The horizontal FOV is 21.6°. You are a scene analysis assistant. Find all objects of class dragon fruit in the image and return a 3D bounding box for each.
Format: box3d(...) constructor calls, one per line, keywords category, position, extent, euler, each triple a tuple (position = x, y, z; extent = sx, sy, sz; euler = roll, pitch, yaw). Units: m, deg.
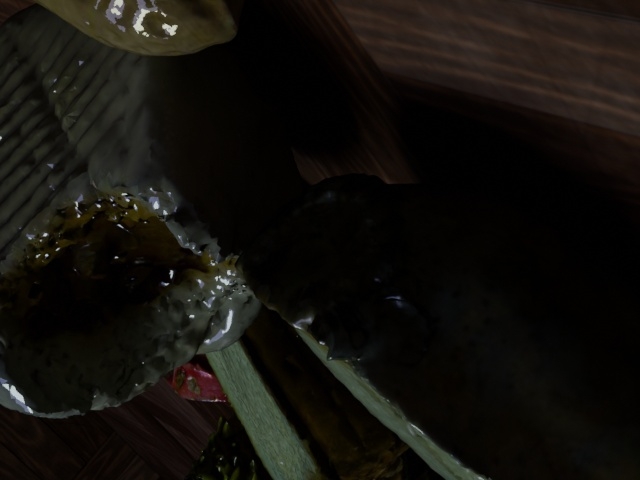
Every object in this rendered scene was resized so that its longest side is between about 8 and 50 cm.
box3d(category="dragon fruit", position=(-0.063, 0.076, 1.475), extent=(0.153, 0.153, 0.111), euler=(13, 113, 60))

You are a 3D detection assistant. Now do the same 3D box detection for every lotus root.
box3d(category="lotus root", position=(0.087, 0.054, 0.945), extent=(0.260, 0.149, 0.267), euler=(43, 171, -21))

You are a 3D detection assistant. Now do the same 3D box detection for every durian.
box3d(category="durian", position=(0.005, 0.251, 1.591), extent=(0.163, 0.198, 0.394), euler=(38, 177, 27))

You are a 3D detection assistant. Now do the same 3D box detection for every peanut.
box3d(category="peanut", position=(-0.136, -0.173, 0.931), extent=(0.226, 0.095, 0.108), euler=(34, 166, 19))

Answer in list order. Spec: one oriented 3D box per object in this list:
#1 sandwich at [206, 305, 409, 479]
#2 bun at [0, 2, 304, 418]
box3d(category="sandwich", position=(-0.023, 0.090, 1.272), extent=(0.249, 0.095, 0.273), euler=(57, 168, 16))
box3d(category="bun", position=(-0.125, -0.020, 1.069), extent=(0.281, 0.281, 0.205), euler=(25, 178, 44))
